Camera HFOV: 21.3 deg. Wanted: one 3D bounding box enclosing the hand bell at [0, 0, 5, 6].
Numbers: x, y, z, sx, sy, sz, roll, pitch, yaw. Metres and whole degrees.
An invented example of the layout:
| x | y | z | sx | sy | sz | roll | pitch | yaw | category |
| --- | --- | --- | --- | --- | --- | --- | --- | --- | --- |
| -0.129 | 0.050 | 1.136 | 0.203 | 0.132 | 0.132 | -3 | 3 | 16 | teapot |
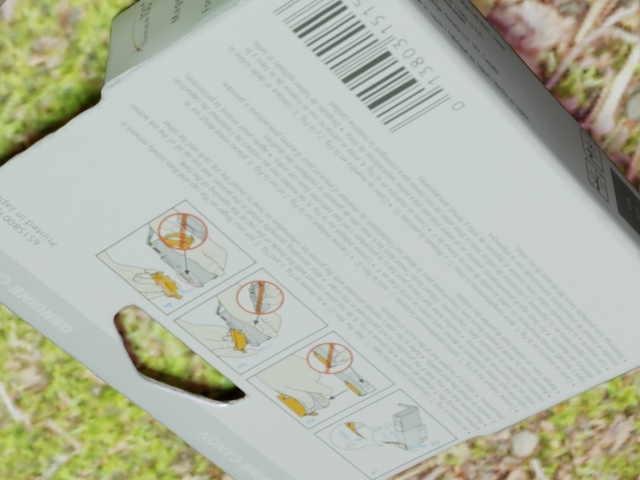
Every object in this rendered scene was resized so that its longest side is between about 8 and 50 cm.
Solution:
| x | y | z | sx | sy | sz | roll | pitch | yaw | category |
| --- | --- | --- | --- | --- | --- | --- | --- | --- | --- |
| -0.181 | -0.036 | 0.671 | 0.126 | 0.126 | 0.242 | 5 | 130 | -21 | hand bell |

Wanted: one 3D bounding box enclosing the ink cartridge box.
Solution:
| x | y | z | sx | sy | sz | roll | pitch | yaw | category |
| --- | --- | --- | --- | --- | --- | --- | --- | --- | --- |
| 0.000 | 0.000 | 0.763 | 0.239 | 0.060 | 0.275 | -29 | 127 | 26 | ink cartridge box |
